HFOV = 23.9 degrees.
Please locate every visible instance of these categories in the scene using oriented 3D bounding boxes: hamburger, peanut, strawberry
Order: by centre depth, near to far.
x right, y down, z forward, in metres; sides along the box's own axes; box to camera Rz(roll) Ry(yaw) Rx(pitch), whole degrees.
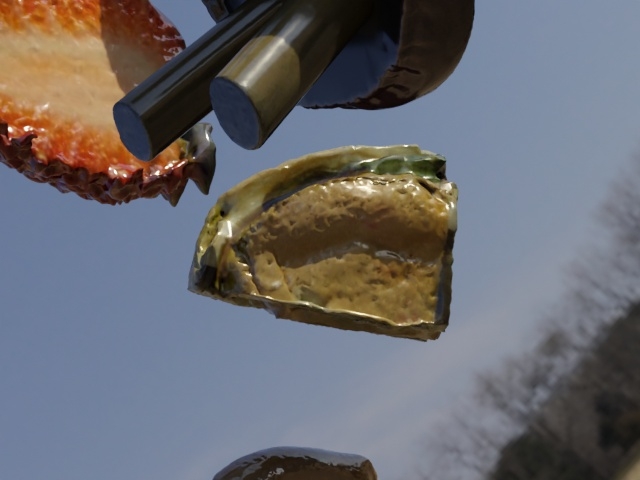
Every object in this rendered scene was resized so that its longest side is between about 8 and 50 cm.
[{"bbox_3d":[0.000,0.000,1.191,0.135,0.208,0.155,128,143,-81],"label":"hamburger"},{"bbox_3d":[-0.018,0.200,1.211,0.152,0.076,0.076,7,-48,-33],"label":"peanut"},{"bbox_3d":[-0.255,-0.140,1.403,0.306,0.233,0.138,13,-34,-33],"label":"strawberry"}]

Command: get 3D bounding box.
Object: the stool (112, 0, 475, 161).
[{"bbox_3d":[-0.052,-0.181,0.961,0.178,0.272,0.272,-31,-19,-27],"label":"stool"}]
